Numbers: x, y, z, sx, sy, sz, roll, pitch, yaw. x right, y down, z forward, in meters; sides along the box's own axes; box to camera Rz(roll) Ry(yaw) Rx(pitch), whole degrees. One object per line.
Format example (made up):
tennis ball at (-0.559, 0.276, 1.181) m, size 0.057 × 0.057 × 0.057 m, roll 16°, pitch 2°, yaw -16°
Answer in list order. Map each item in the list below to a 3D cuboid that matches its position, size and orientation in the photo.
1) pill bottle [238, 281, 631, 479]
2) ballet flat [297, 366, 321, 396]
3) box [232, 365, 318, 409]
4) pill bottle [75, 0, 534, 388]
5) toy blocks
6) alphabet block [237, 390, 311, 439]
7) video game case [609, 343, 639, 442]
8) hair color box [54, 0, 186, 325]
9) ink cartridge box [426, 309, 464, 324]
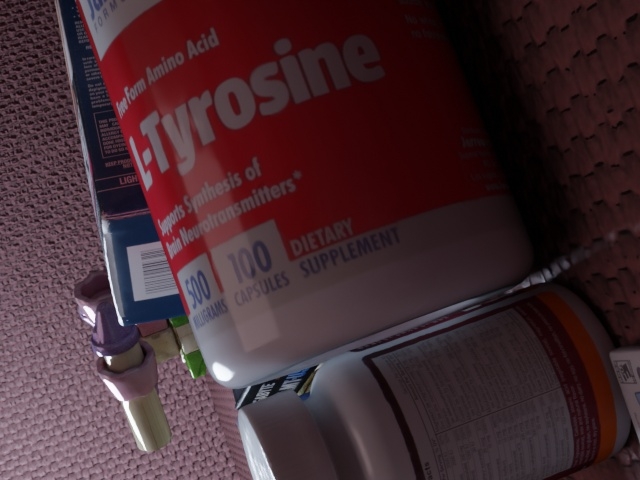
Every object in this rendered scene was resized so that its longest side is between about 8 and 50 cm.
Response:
pill bottle at (0.069, 0.114, 0.696) m, size 0.121 × 0.221 × 0.121 m, roll 162°, pitch 90°, yaw -76°
ballet flat at (0.072, 0.292, 1.159) m, size 0.123 × 0.123 × 0.348 m, roll 149°, pitch 102°, yaw -76°
box at (-0.059, -0.022, 1.021) m, size 0.293 × 0.073 × 0.295 m, roll 119°, pitch 139°, yaw -67°
pill bottle at (-0.032, -0.125, 0.758) m, size 0.229 × 0.229 × 0.407 m, roll 130°, pitch 120°, yaw -74°
toy blocks at (-0.157, 0.034, 1.337) m, size 0.309 × 0.289 × 0.260 m, roll -127°, pitch 19°, yaw -59°
alphabet block at (0.058, 0.230, 0.957) m, size 0.193 × 0.192 × 0.197 m, roll -164°, pitch 58°, yaw -75°
video game case at (0.214, 0.128, 0.580) m, size 0.143 × 0.019 × 0.157 m, roll 153°, pitch 99°, yaw -76°
hair color box at (-0.164, -0.119, 0.991) m, size 0.174 × 0.105 × 0.347 m, roll 97°, pitch 159°, yaw -56°
ink cartridge box at (0.084, 0.068, 0.905) m, size 0.029 × 0.063 × 0.115 m, roll 91°, pitch 156°, yaw -51°
